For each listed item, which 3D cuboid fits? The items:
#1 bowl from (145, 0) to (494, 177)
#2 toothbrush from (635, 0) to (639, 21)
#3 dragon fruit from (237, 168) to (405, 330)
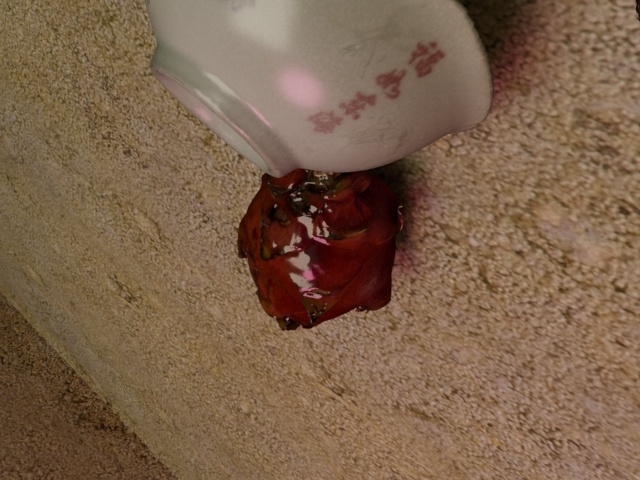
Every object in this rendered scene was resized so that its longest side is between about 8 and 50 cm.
[{"bbox_3d":[-0.050,-0.196,0.693,0.435,0.196,0.435,39,176,3],"label":"bowl"},{"bbox_3d":[0.411,-0.254,0.474,0.364,0.041,0.040,-21,100,50],"label":"toothbrush"},{"bbox_3d":[-0.001,0.003,0.940,0.250,0.250,0.314,28,119,31],"label":"dragon fruit"}]
